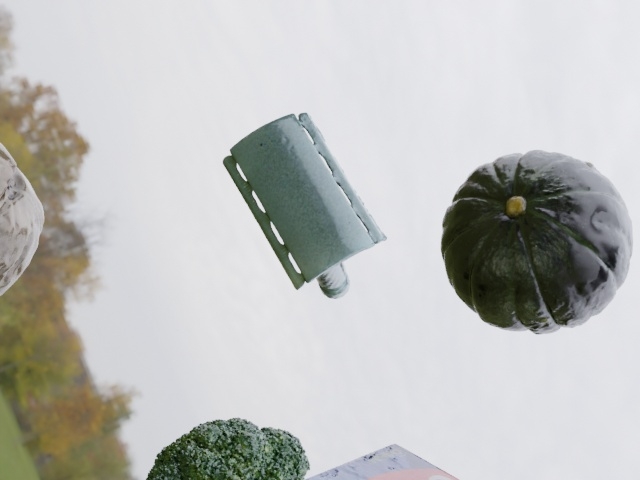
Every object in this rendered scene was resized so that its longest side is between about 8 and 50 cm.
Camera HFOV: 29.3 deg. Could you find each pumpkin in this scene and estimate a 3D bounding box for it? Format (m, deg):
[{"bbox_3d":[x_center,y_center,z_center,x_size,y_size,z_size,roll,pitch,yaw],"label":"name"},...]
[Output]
[{"bbox_3d":[0.244,0.001,1.391,0.220,0.220,0.162,54,1,43],"label":"pumpkin"}]

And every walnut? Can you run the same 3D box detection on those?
[{"bbox_3d":[-0.376,-0.003,1.161,0.178,0.230,0.178,62,3,-6],"label":"walnut"}]

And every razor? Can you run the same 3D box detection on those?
[{"bbox_3d":[0.000,0.000,0.882,0.106,0.068,0.232,60,-2,17],"label":"razor"}]

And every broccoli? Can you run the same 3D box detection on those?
[{"bbox_3d":[-0.097,0.266,1.291,0.156,0.195,0.195,66,-15,0],"label":"broccoli"}]

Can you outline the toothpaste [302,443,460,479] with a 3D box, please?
[{"bbox_3d":[-0.012,0.161,0.558,0.076,0.320,0.066,26,-76,24],"label":"toothpaste"}]
